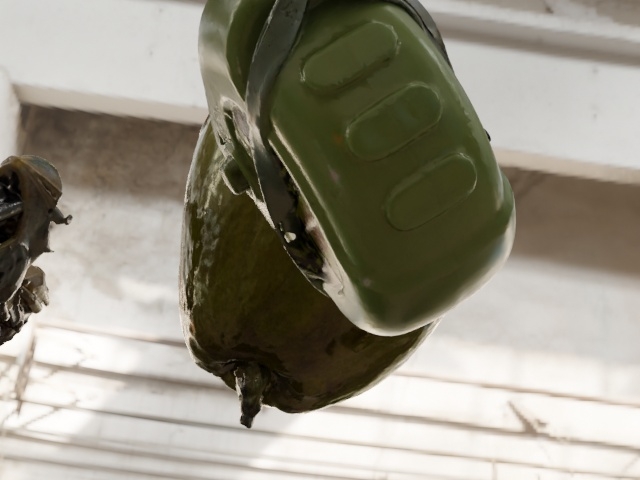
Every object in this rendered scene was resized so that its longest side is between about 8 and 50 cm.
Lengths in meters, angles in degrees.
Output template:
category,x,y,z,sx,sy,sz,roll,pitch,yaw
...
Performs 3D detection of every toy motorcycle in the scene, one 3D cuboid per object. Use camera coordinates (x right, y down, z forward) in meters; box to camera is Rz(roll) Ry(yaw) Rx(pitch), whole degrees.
category,x,y,z,sx,sy,sz,roll,pitch,yaw
toy motorcycle,-0.292,0.007,0.999,0.094,0.130,0.229,27,-36,18

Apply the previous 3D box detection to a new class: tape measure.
category,x,y,z,sx,sy,sz,roll,pitch,yaw
tape measure,0.016,-0.044,0.478,0.106,0.175,0.200,-31,-16,-12

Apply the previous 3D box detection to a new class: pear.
category,x,y,z,sx,sy,sz,roll,pitch,yaw
pear,0.000,0.000,0.944,0.287,0.375,0.287,18,-28,10
